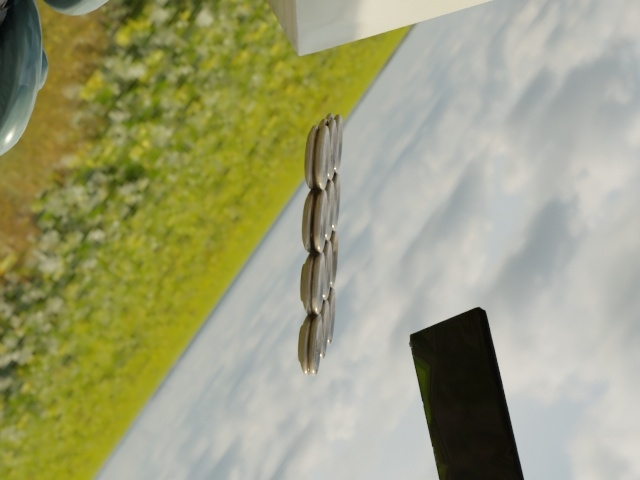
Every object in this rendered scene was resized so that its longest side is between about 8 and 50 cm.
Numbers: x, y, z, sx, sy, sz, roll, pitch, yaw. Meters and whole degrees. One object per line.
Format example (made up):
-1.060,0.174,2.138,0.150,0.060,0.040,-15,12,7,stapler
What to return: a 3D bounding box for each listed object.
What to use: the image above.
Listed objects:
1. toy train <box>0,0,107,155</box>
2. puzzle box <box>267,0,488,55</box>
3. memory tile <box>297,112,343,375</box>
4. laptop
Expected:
-0.182,-0.118,0.538,0.142,0.190,0.334,0,147,-37,toy train
0.164,-0.248,0.621,0.408,0.052,0.272,-18,142,-13,puzzle box
0.000,0.000,0.840,0.113,0.012,0.148,-58,150,-77,memory tile
0.195,0.208,1.614,0.136,0.234,0.264,-16,168,24,laptop
